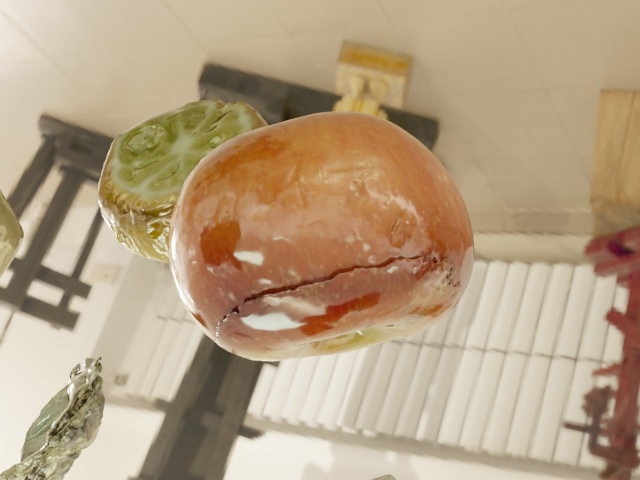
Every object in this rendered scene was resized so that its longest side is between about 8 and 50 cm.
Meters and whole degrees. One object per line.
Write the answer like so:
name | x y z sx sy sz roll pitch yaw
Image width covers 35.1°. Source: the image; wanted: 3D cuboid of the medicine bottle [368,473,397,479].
medicine bottle | 0.023 0.225 0.803 0.089 0.057 0.057 -16 160 -15

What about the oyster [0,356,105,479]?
oyster | -0.328 0.244 1.229 0.087 0.252 0.199 26 -179 -14

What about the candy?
candy | -0.175 -0.086 1.366 0.260 0.260 0.118 4 142 30

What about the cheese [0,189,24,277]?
cheese | -0.314 -0.032 0.695 0.093 0.159 0.263 15 150 30

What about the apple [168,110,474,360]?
apple | 0.000 0.000 0.928 0.271 0.206 0.251 -15 162 7
